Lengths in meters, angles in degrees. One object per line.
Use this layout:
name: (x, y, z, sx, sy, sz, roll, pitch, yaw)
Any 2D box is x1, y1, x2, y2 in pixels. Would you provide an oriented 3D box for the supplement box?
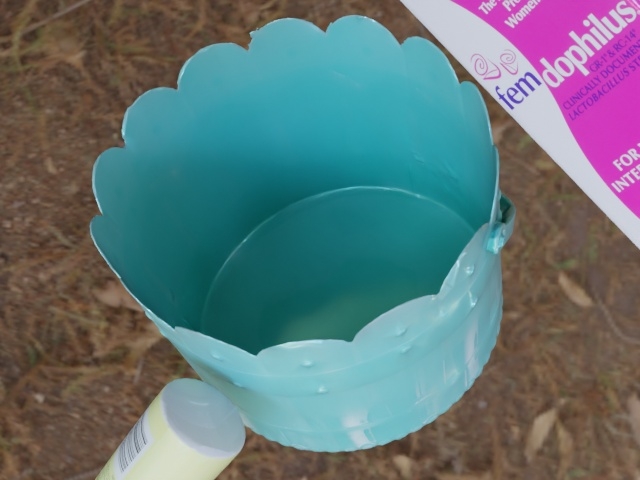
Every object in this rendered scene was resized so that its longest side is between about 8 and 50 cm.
supplement box: (0.159, -0.112, 0.583, 0.220, 0.111, 0.114, 46, 56, 1)

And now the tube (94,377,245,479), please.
tube: (-0.136, 0.186, 0.737, 0.070, 0.062, 0.240, 9, 131, -45)

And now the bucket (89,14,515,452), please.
bucket: (0.000, 0.000, 0.788, 0.281, 0.281, 0.183, -53, 149, -21)
